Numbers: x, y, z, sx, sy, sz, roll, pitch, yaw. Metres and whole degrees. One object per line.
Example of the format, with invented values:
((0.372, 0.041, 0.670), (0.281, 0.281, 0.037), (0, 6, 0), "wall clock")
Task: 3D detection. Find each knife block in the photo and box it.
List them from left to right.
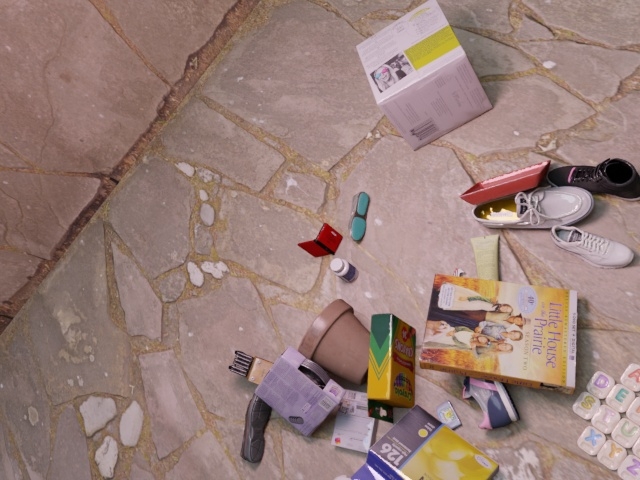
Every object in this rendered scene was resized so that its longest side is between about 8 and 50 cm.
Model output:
((-0.208, 0.502, 2.072), (0.276, 0.242, 0.088), (22, 78, -8), "knife block")

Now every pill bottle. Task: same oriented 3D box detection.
((0.086, 0.109, 2.034), (0.067, 0.120, 0.067), (-14, 61, 27), "pill bottle")

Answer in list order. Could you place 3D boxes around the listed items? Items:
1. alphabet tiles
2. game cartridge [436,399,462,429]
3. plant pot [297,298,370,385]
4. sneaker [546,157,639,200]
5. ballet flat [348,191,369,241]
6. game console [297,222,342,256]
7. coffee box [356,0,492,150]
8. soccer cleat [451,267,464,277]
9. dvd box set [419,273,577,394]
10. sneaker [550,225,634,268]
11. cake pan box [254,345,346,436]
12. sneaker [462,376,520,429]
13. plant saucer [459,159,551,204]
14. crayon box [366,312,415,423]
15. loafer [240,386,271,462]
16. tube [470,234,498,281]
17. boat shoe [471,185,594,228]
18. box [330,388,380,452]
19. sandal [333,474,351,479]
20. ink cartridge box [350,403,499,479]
((0.829, 0.482, 1.441), (0.284, 0.021, 0.278), (36, 89, 39), "alphabet tiles")
((0.395, 0.545, 1.693), (0.056, 0.017, 0.083), (-38, 52, 16), "game cartridge")
((0.085, 0.365, 1.851), (0.229, 0.263, 0.263), (33, 88, 22), "plant pot")
((0.841, -0.206, 1.684), (0.296, 0.147, 0.104), (17, 80, 38), "sneaker")
((0.143, -0.089, 2.139), (0.068, 0.072, 0.213), (-19, 53, 57), "ballet flat")
((0.000, 0.000, 2.126), (0.085, 0.144, 0.124), (22, 81, 37), "game console")
((0.387, -0.616, 2.051), (0.338, 0.337, 0.334), (-27, 55, 20), "coffee box")
((0.456, 0.132, 1.845), (0.035, 0.029, 0.083), (30, 81, 43), "soccer cleat")
((0.526, 0.264, 1.610), (0.420, 0.062, 0.307), (7, 58, 19), "dvd box set")
((0.807, 0.015, 1.633), (0.235, 0.095, 0.090), (19, 78, 36), "sneaker")
((-0.073, 0.507, 1.831), (0.246, 0.070, 0.267), (36, 128, 6), "cake pan box")
((0.468, 0.412, 1.648), (0.131, 0.112, 0.319), (-31, 53, 14), "sneaker")
((0.611, -0.185, 1.779), (0.259, 0.258, 0.048), (-18, 96, 33), "plant saucer")
((0.231, 0.413, 1.745), (0.081, 0.202, 0.318), (-8, 65, 30), "crayon box")
((-0.249, 0.670, 2.002), (0.084, 0.096, 0.267), (-9, 66, 41), "loafer")
((0.549, 0.090, 1.791), (0.062, 0.070, 0.240), (122, 155, -58), "tube")
((0.655, -0.107, 1.724), (0.367, 0.156, 0.136), (-2, 86, 36), "boat shoe")
((0.121, 0.603, 1.827), (0.145, 0.038, 0.186), (-1, 67, 33), "box")
((0.187, 0.833, 1.590), (0.416, 0.102, 0.169), (9, 117, 39), "sandal")
((0.295, 0.665, 1.572), (0.307, 0.072, 0.303), (-32, 45, -31), "ink cartridge box")
